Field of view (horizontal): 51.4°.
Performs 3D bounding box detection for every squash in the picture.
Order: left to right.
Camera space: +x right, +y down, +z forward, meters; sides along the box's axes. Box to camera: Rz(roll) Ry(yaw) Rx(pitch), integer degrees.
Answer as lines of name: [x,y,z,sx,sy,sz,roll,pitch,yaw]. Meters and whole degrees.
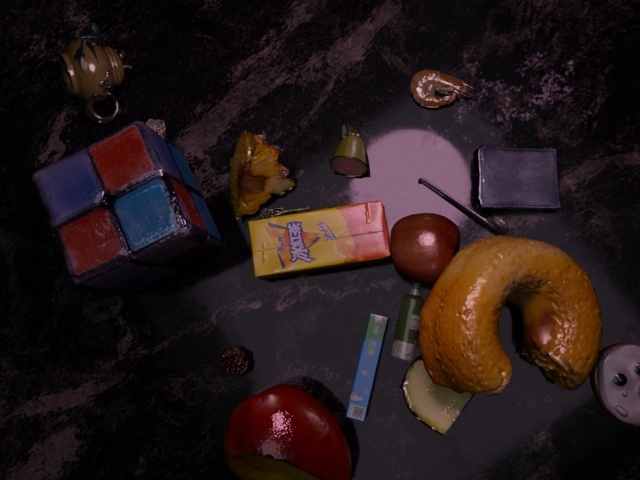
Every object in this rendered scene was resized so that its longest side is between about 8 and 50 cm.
squash: [0.085,-0.248,1.758,0.105,0.105,0.132,7,65,9]
squash: [0.302,0.371,1.653,0.184,0.085,0.192,34,82,39]

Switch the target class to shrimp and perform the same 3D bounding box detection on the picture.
shrimp: [0.324,-0.395,1.755,0.180,0.041,0.099,16,86,9]

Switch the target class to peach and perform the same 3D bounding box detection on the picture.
peach: [-0.074,0.519,1.587,0.281,0.281,0.338,-30,79,3]

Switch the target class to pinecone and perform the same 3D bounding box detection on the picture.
pinecone: [-0.225,0.317,1.728,0.077,0.077,0.083,-17,90,6]

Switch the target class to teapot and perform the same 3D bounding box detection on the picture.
teapot: [-0.614,-0.465,1.852,0.182,0.173,0.269,-22,105,-26]

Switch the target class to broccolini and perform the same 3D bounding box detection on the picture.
broccolini: [-0.096,-0.074,1.777,0.140,0.030,0.035,-6,38,3]

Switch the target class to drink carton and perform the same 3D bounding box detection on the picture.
drink carton: [0.000,0.000,1.718,0.351,0.111,0.155,-9,81,8]

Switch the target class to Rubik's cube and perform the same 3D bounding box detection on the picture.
Rubik's cube: [-0.476,-0.071,1.691,0.313,0.316,0.318,-26,81,3]

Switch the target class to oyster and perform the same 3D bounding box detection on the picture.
oyster: [-0.483,-0.296,1.860,0.098,0.037,0.100,1,83,8]

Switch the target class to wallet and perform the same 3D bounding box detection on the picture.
wallet: [0.495,-0.157,1.680,0.222,0.036,0.167,0,79,-7]

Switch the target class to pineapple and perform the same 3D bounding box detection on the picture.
pineapple: [-0.156,-0.196,1.768,0.164,0.250,0.140,-9,44,-23]

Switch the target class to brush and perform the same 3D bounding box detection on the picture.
brush: [0.366,-0.093,1.708,0.266,0.062,0.027,35,74,15]

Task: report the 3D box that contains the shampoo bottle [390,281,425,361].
shampoo bottle: [0.228,0.201,1.684,0.065,0.065,0.205,11,84,9]

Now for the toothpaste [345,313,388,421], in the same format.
toothpaste: [0.120,0.320,1.681,0.050,0.065,0.267,12,85,13]

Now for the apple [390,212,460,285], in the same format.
apple: [0.263,0.022,1.644,0.168,0.181,0.181,-3,82,16]

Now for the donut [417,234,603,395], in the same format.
donut: [0.449,0.169,1.525,0.435,0.163,0.378,-4,85,-17]

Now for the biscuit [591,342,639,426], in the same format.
biscuit: [0.755,0.348,1.595,0.181,0.049,0.208,-41,81,0]
